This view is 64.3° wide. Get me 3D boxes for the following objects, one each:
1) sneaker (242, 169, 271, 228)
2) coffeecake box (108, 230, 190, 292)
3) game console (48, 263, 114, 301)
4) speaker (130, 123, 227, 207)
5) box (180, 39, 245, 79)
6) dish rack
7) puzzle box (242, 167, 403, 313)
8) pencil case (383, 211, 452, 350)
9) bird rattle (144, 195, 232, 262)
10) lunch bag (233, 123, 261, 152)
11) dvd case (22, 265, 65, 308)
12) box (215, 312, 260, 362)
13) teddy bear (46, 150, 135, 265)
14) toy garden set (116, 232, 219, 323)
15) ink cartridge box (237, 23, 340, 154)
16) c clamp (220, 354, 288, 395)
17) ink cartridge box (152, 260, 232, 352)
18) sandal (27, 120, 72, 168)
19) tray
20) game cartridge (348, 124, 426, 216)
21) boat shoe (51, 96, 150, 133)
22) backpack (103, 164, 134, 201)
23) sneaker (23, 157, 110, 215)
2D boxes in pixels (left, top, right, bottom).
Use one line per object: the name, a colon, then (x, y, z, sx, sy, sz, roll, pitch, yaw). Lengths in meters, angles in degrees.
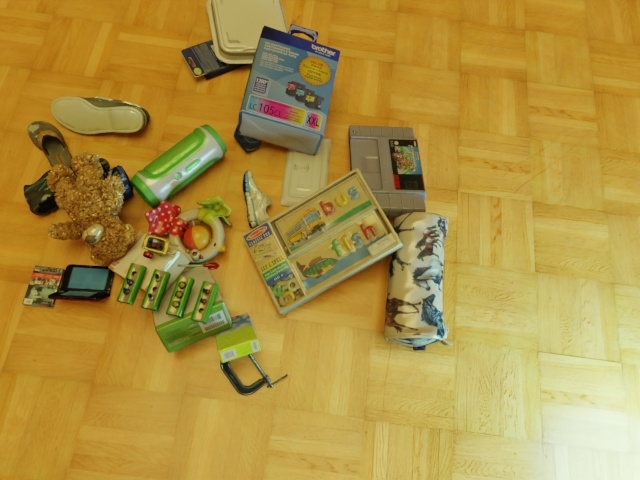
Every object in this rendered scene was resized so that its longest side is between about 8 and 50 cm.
sneaker: (-0.198, -0.133, 1.604, 0.083, 0.071, 0.190, -9, 77, -14)
coffeecake box: (-0.491, 0.068, 1.456, 0.186, 0.068, 0.142, 21, 66, 35)
game console: (-0.682, 0.121, 1.457, 0.144, 0.124, 0.085, 3, 95, -2)
speaker: (-0.440, -0.234, 1.591, 0.131, 0.131, 0.296, 44, 72, 13)
box: (-0.367, -0.655, 1.811, 0.225, 0.036, 0.136, -25, 72, -16)
dish rack: (-0.250, -0.782, 1.826, 0.286, 0.072, 0.332, -6, 66, -16)
puzzle box: (0.000, 0.000, 1.492, 0.409, 0.052, 0.272, -31, 71, 7)
pencil case: (0.289, 0.107, 1.486, 0.184, 0.160, 0.410, 12, 68, -10)
bird rattle: (-0.383, -0.035, 1.514, 0.254, 0.143, 0.206, -15, 78, -8)
lunch bag: (-0.241, -0.343, 1.679, 0.067, 0.065, 0.098, -29, 76, -33)
dvd case: (-0.804, 0.134, 1.479, 0.087, 0.013, 0.119, 6, 67, -1)
box: (-0.233, 0.264, 1.402, 0.109, 0.178, 0.042, -17, 108, -11)
teddy bear: (-0.662, -0.098, 1.443, 0.245, 0.113, 0.337, -12, 76, -3)
toy garden set: (-0.391, 0.090, 1.348, 0.244, 0.049, 0.203, 13, 68, 2)
ink cartridge box: (-0.096, -0.510, 1.652, 0.270, 0.151, 0.395, 14, 68, -10)
c clamp: (-0.191, 0.354, 1.401, 0.137, 0.022, 0.160, -38, 102, -2)
ink cartridge box: (-0.380, 0.171, 1.459, 0.189, 0.097, 0.255, -21, 37, -12)
sandal: (-0.864, -0.305, 1.625, 0.090, 0.060, 0.219, -30, 73, -15)
tray: (-0.046, -0.233, 1.668, 0.145, 0.030, 0.270, 6, 68, 0)
game cartridge: (0.210, -0.231, 1.634, 0.230, 0.068, 0.355, -1, 56, 0)
boat shoe: (-0.720, -0.415, 1.678, 0.320, 0.116, 0.099, 7, 25, 6)
backpack: (-0.646, -0.162, 1.563, 0.120, 0.098, 0.101, -25, 76, -14)
sneaker: (-0.784, -0.190, 1.564, 0.267, 0.101, 0.106, -35, 72, -16)
